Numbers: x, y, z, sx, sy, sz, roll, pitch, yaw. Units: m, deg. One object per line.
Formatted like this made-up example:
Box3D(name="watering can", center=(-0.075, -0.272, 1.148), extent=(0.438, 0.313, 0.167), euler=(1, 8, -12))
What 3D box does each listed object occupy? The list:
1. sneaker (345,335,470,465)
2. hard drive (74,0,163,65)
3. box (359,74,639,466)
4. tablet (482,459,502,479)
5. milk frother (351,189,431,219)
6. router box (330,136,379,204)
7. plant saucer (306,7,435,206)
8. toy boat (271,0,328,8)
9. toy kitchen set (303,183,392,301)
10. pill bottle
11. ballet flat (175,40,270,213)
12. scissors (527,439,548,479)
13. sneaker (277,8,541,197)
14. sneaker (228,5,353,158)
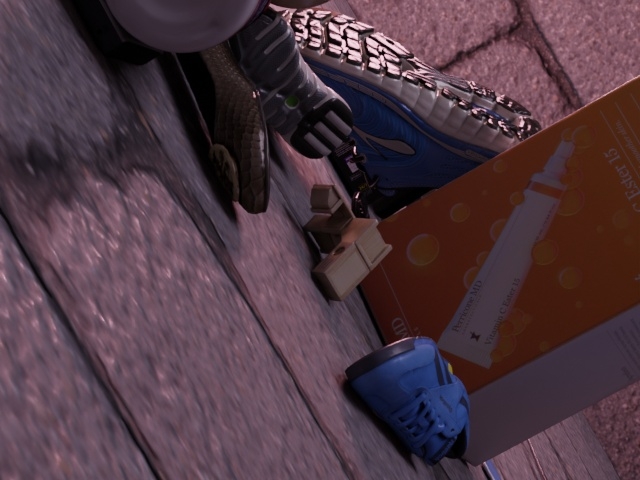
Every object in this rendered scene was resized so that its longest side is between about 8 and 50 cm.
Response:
Box3D(name="sneaker", center=(0.082, 0.135, 1.207), extent=(0.082, 0.069, 0.209), euler=(68, 11, 22))
Box3D(name="hard drive", center=(-0.161, -0.188, 1.028), extent=(0.135, 0.022, 0.094), euler=(61, 10, 3))
Box3D(name="box", center=(0.232, 0.033, 1.444), extent=(0.168, 0.345, 0.215), euler=(45, 18, -57))
Box3D(name="tablet", center=(0.195, 0.269, 1.582), extent=(0.083, 0.006, 0.054), euler=(62, 9, 2))
Box3D(name="milk frother", center=(0.110, -0.015, 1.593), extent=(0.129, 0.135, 0.143), euler=(61, 9, 8))
Box3D(name="router box", center=(0.042, -0.114, 1.797), extent=(0.133, 0.046, 0.179), euler=(59, 9, -3))
Box3D(name="plant saucer", center=(0.070, -0.174, 1.914), extent=(0.310, 0.050, 0.310), euler=(58, -5, 8))
Box3D(name="toy boat", center=(-0.075, -0.305, 1.318), extent=(0.267, 0.148, 0.318), euler=(31, -3, 2))
Box3D(name="toy kitchen set", center=(0.000, 0.000, 1.292), extent=(0.083, 0.075, 0.068), euler=(6, -46, 51))
Box3D(name="pill bottle", center=(-0.084, -0.192, 1.039), extent=(0.108, 0.108, 0.193), euler=(59, 10, -9))
Box3D(name="ballet flat", center=(-0.088, -0.123, 1.145), extent=(0.084, 0.058, 0.250), euler=(110, -32, -54))
Box3D(name="scissors", center=(0.307, 0.359, 1.879), extent=(0.109, 0.021, 0.297), euler=(54, 10, -21))
Box3D(name="sneaker", center=(0.056, -0.119, 1.507), extent=(0.330, 0.147, 0.130), euler=(28, 26, -3))
Box3D(name="sneaker", center=(-0.066, -0.170, 1.356), extent=(0.132, 0.086, 0.228), euler=(50, 1, 39))
